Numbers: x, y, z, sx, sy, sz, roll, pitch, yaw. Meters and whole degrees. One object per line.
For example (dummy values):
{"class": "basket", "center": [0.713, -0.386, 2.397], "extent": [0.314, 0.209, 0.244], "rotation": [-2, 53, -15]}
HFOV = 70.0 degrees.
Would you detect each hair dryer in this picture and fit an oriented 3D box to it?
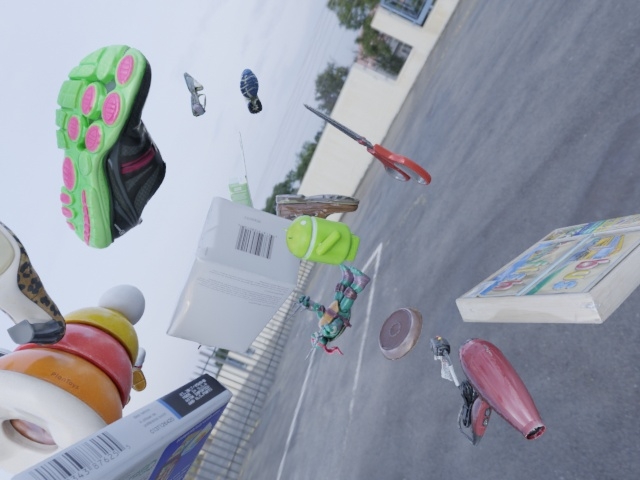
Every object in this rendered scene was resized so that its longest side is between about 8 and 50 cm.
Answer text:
{"class": "hair dryer", "center": [0.313, 0.288, 0.847], "extent": [0.293, 0.080, 0.223], "rotation": [145, 104, -81]}

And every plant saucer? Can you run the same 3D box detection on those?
{"class": "plant saucer", "center": [0.223, 0.261, 1.315], "extent": [0.168, 0.029, 0.168], "rotation": [-44, 25, 26]}

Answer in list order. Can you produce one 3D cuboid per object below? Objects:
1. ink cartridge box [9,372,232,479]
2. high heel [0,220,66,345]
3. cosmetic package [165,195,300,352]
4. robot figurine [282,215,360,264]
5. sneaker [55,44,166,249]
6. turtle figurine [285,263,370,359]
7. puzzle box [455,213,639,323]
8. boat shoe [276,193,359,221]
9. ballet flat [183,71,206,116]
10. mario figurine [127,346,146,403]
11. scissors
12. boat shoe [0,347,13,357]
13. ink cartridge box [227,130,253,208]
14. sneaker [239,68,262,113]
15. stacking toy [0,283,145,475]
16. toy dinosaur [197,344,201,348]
{"class": "ink cartridge box", "center": [-0.272, 0.344, 0.570], "extent": [0.307, 0.072, 0.304], "rotation": [-59, -15, 13]}
{"class": "high heel", "center": [-0.570, 0.079, 0.867], "extent": [0.093, 0.261, 0.186], "rotation": [-22, -6, -15]}
{"class": "cosmetic package", "center": [-0.192, 0.094, 0.976], "extent": [0.365, 0.197, 0.155], "rotation": [129, 153, -49]}
{"class": "robot figurine", "center": [0.000, 0.000, 0.692], "extent": [0.101, 0.115, 0.066], "rotation": [-134, 58, -66]}
{"class": "sneaker", "center": [-0.457, -0.205, 1.028], "extent": [0.202, 0.185, 0.482], "rotation": [-34, -24, -54]}
{"class": "turtle figurine", "center": [0.020, 0.169, 1.070], "extent": [0.175, 0.118, 0.234], "rotation": [20, 74, 54]}
{"class": "puzzle box", "center": [0.497, 0.047, 0.898], "extent": [0.409, 0.052, 0.272], "rotation": [-26, 6, -33]}
{"class": "boat shoe", "center": [-0.010, -0.111, 1.663], "extent": [0.111, 0.308, 0.104], "rotation": [-39, -50, -71]}
{"class": "ballet flat", "center": [-0.289, -0.344, 1.070], "extent": [0.041, 0.041, 0.114], "rotation": [130, 126, -73]}
{"class": "mario figurine", "center": [-0.718, 0.460, 1.593], "extent": [0.321, 0.198, 0.169], "rotation": [-2, 91, 58]}
{"class": "scissors", "center": [0.102, -0.190, 0.901], "extent": [0.109, 0.297, 0.021], "rotation": [19, 79, 58]}
{"class": "boat shoe", "center": [-0.874, 0.389, 1.295], "extent": [0.080, 0.228, 0.076], "rotation": [-46, 9, -1]}
{"class": "ink cartridge box", "center": [-0.207, -0.151, 1.145], "extent": [0.171, 0.056, 0.234], "rotation": [-131, 30, -72]}
{"class": "sneaker", "center": [-0.194, -0.406, 1.228], "extent": [0.135, 0.052, 0.058], "rotation": [89, 159, -56]}
{"class": "stacking toy", "center": [-0.544, 0.279, 1.081], "extent": [0.479, 0.351, 0.350], "rotation": [-73, 8, -56]}
{"class": "toy dinosaur", "center": [-0.351, 0.294, 1.456], "extent": [0.082, 0.090, 0.047], "rotation": [-107, 2, -59]}
